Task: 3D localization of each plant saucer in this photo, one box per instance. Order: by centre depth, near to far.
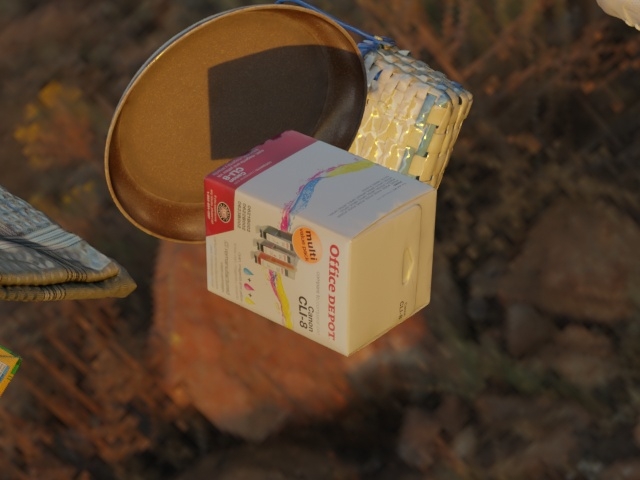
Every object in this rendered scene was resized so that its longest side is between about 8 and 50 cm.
[{"bbox_3d":[-0.096,-0.133,1.977,0.310,0.310,0.050,-41,50,6],"label":"plant saucer"}]

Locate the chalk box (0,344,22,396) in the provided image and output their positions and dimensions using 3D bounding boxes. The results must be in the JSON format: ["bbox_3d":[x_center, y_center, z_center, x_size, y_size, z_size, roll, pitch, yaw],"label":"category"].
[{"bbox_3d":[-0.460,0.204,2.121,0.213,0.132,0.132,-54,9,42],"label":"chalk box"}]

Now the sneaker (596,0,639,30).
[{"bbox_3d":[0.335,-0.219,1.795,0.080,0.094,0.212,-10,6,-17],"label":"sneaker"}]

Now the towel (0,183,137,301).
[{"bbox_3d":[-0.376,-0.033,1.902,0.056,0.312,0.324,-63,-20,9],"label":"towel"}]

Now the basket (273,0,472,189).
[{"bbox_3d":[0.029,-0.149,2.364,0.201,0.289,0.255,-38,-30,-71],"label":"basket"}]

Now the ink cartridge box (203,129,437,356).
[{"bbox_3d":[0.000,0.000,1.669,0.176,0.128,0.127,23,37,33],"label":"ink cartridge box"}]
